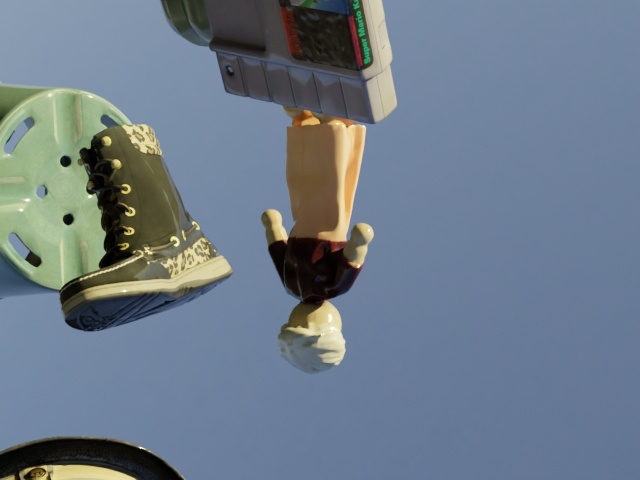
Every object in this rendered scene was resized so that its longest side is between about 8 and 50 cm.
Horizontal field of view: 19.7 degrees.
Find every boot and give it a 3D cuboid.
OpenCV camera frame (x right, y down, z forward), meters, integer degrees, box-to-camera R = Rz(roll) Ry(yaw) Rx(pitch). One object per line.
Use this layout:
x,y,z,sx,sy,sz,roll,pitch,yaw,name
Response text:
-0.195,-0.015,1.753,0.085,0.178,0.236,-31,171,30,boot

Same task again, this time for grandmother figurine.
0.000,0.000,2.344,0.208,0.104,0.342,8,-85,62,grandmother figurine

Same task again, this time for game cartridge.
-0.045,-0.296,1.889,0.230,0.355,0.068,19,-137,43,game cartridge

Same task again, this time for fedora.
-0.278,0.374,2.014,0.334,0.334,0.152,-40,-148,3,fedora

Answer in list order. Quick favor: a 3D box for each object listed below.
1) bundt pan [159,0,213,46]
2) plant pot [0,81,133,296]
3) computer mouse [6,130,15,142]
-0.074,-0.349,2.586,0.331,0.124,0.331,-7,-167,2,bundt pan
-0.410,-0.063,2.389,0.334,0.341,0.341,3,-130,51,plant pot
-0.507,-0.110,2.624,0.242,0.041,0.071,-36,-173,40,computer mouse
